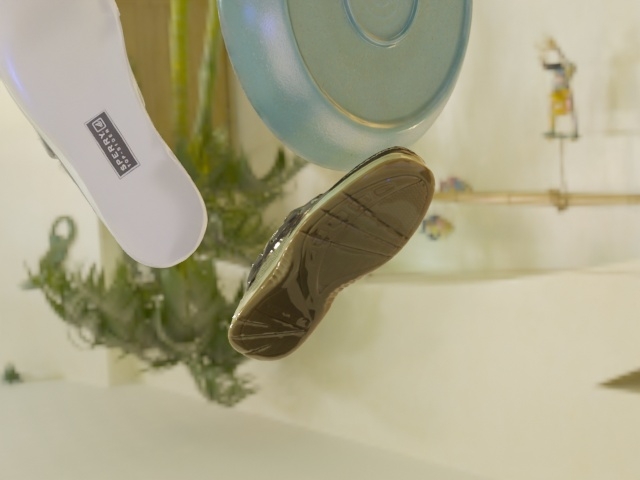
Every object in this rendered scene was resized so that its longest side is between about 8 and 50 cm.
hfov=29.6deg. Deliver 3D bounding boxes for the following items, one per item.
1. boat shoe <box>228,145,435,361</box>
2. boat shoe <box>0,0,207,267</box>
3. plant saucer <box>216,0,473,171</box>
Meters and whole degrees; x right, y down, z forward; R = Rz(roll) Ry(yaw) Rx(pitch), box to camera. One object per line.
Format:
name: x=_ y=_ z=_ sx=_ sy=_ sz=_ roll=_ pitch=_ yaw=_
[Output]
boat shoe: x=0.001 y=0.001 z=0.937 sx=0.080 sy=0.223 sz=0.073 roll=25 pitch=-148 yaw=-26
boat shoe: x=-0.193 y=-0.116 z=0.996 sx=0.108 sy=0.301 sz=0.102 roll=-36 pitch=-155 yaw=-13
plant saucer: x=0.040 y=-0.218 z=1.041 sx=0.044 sy=0.317 sz=0.318 roll=3 pitch=-171 yaw=44
